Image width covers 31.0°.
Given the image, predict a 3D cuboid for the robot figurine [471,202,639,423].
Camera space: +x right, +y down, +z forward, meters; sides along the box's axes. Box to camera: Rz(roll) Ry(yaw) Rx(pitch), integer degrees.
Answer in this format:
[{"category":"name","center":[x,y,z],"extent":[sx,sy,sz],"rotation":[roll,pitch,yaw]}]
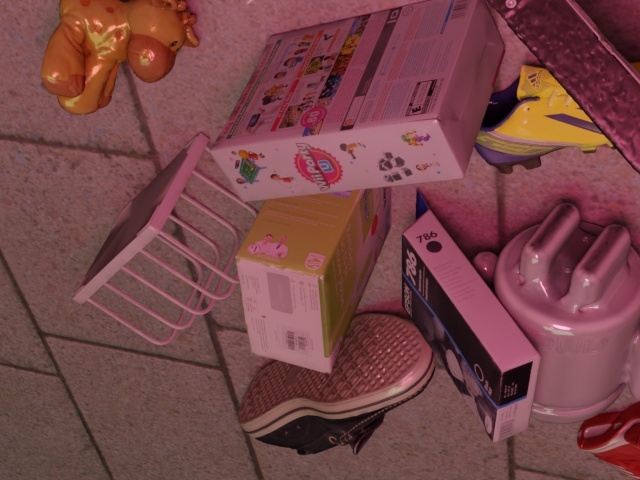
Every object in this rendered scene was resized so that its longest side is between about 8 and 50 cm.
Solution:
[{"category":"robot figurine","center":[0.330,0.114,1.569],"extent":[0.300,0.200,0.353],"rotation":[29,146,28]}]

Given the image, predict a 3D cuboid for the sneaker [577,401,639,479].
[{"category":"sneaker","center":[0.526,0.317,1.810],"extent":[0.128,0.087,0.221],"rotation":[35,153,-26]}]

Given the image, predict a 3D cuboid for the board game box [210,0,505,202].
[{"category":"board game box","center":[0.046,-0.168,1.381],"extent":[0.304,0.224,0.097],"rotation":[-4,135,32]}]

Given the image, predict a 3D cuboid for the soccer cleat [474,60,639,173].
[{"category":"soccer cleat","center":[0.293,-0.165,1.360],"extent":[0.289,0.093,0.121],"rotation":[-17,119,40]}]

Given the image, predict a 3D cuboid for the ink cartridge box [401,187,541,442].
[{"category":"ink cartridge box","center":[0.181,0.097,1.566],"extent":[0.065,0.332,0.165],"rotation":[-20,139,-13]}]

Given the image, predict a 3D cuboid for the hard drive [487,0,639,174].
[{"category":"hard drive","center":[0.283,-0.163,1.181],"extent":[0.064,0.237,0.339],"rotation":[-42,83,13]}]

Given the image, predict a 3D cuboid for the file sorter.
[{"category":"file sorter","center":[-0.213,0.011,1.747],"extent":[0.173,0.192,0.278],"rotation":[35,140,-16]}]

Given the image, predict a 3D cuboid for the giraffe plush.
[{"category":"giraffe plush","center":[-0.251,-0.266,1.505],"extent":[0.171,0.181,0.210],"rotation":[5,104,8]}]

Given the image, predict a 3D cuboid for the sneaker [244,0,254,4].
[{"category":"sneaker","center":[-0.134,-0.334,1.416],"extent":[0.152,0.061,0.053],"rotation":[18,143,11]}]

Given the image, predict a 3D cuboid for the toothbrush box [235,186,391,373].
[{"category":"toothbrush box","center":[0.000,0.000,1.547],"extent":[0.122,0.283,0.206],"rotation":[12,139,14]}]

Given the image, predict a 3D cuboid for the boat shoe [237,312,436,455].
[{"category":"boat shoe","center":[0.045,0.251,1.900],"extent":[0.156,0.186,0.500],"rotation":[34,146,-19]}]
